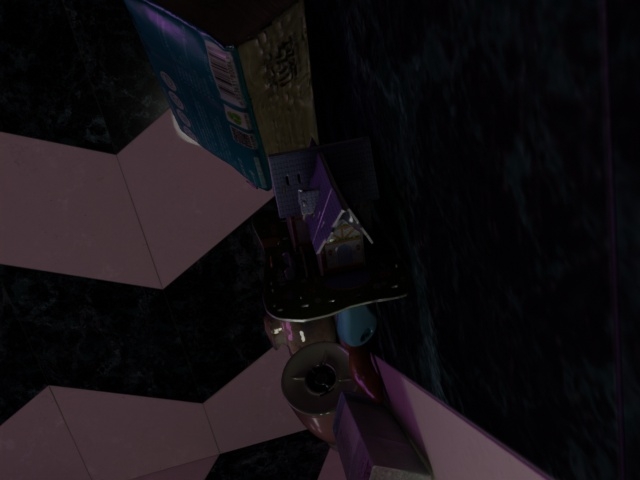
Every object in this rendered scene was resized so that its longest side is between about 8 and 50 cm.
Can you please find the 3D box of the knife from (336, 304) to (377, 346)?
[{"bbox_3d":[0.029,0.030,0.699,0.032,0.058,0.244,38,152,40],"label":"knife"}]

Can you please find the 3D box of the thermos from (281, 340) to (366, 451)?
[{"bbox_3d":[0.023,0.314,1.253,0.265,0.146,0.176,71,175,-51],"label":"thermos"}]

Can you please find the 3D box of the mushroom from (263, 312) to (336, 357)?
[{"bbox_3d":[-0.052,0.227,1.717,0.255,0.184,0.255,57,162,31],"label":"mushroom"}]

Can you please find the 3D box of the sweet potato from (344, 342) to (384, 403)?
[{"bbox_3d":[0.058,0.169,0.940,0.179,0.044,0.044,-112,8,-53],"label":"sweet potato"}]

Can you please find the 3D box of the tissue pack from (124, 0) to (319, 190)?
[{"bbox_3d":[-0.107,-0.211,0.791,0.192,0.134,0.271,37,160,21],"label":"tissue pack"}]

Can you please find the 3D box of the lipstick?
[{"bbox_3d":[0.066,0.260,0.800,0.317,0.068,0.066,179,105,-86],"label":"lipstick"}]

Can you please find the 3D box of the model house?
[{"bbox_3d":[-0.001,-0.025,0.515,0.167,0.117,0.088,-105,6,-57],"label":"model house"}]
